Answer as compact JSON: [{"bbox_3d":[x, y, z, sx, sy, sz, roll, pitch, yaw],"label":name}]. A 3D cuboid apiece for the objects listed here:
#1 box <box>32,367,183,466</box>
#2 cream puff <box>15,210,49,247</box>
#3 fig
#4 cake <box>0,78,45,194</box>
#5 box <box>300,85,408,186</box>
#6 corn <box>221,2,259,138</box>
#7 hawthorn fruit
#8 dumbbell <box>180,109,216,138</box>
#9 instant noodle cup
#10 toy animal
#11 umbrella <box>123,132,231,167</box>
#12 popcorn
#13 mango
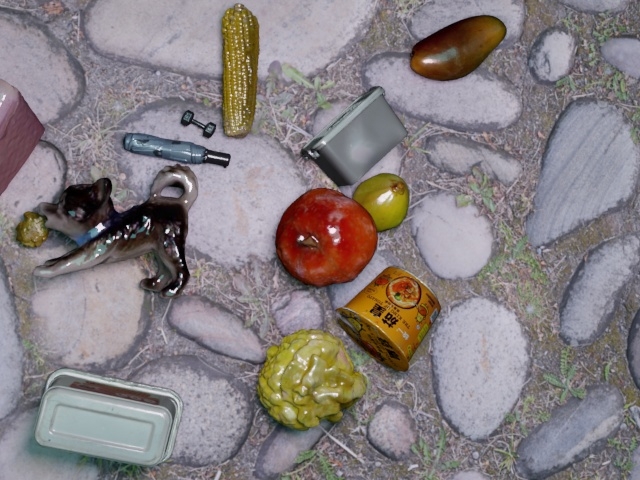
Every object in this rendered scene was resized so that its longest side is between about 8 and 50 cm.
[{"bbox_3d":[-0.462,0.393,1.601,0.312,0.182,0.175,14,83,-9],"label":"box"},{"bbox_3d":[-0.646,-0.026,1.666,0.083,0.058,0.083,-9,94,-9],"label":"cream puff"},{"bbox_3d":[0.146,-0.093,1.786,0.136,0.120,0.152,21,105,-13],"label":"fig"},{"bbox_3d":[-0.749,-0.237,1.544,0.237,0.309,0.230,33,76,-2],"label":"cake"},{"bbox_3d":[0.086,-0.242,1.770,0.243,0.163,0.135,-44,103,-11],"label":"box"},{"bbox_3d":[-0.193,-0.403,1.760,0.097,0.097,0.319,2,87,-10],"label":"corn"},{"bbox_3d":[0.000,0.000,1.667,0.242,0.272,0.241,1,93,14],"label":"hawthorn fruit"},{"bbox_3d":[-0.290,-0.277,1.761,0.083,0.040,0.036,28,51,-7],"label":"dumbbell"},{"bbox_3d":[0.168,0.175,1.729,0.216,0.216,0.172,44,71,-4],"label":"instant noodle cup"},{"bbox_3d":[-0.446,-0.045,1.642,0.345,0.194,0.302,12,88,-13],"label":"toy animal"},{"bbox_3d":[-0.336,-0.213,1.738,0.251,0.053,0.052,10,83,-9],"label":"umbrella"},{"bbox_3d":[-0.015,0.322,1.680,0.259,0.212,0.259,0,86,-3],"label":"popcorn"},{"bbox_3d":[0.345,-0.478,1.853,0.268,0.111,0.133,-27,75,-10],"label":"mango"}]
